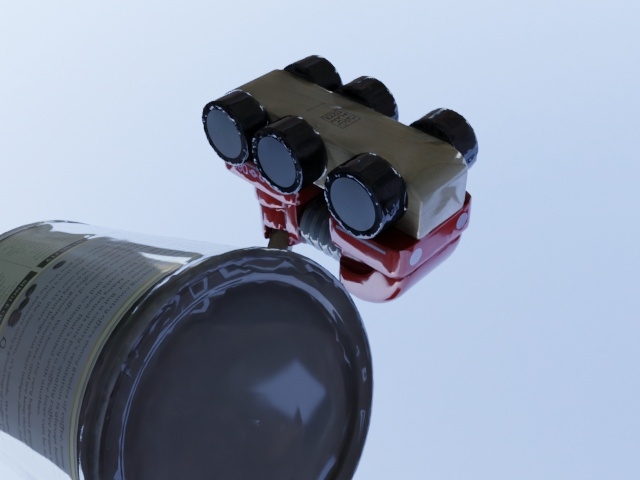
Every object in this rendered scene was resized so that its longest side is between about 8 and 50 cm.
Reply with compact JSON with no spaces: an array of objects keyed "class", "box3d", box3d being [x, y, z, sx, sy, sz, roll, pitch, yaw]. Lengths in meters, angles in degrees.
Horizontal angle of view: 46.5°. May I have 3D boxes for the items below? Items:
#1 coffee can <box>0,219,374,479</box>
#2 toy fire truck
[{"class":"coffee can","box3d":[-0.130,0.092,0.525,0.275,0.201,0.201,7,-123,46]},{"class":"toy fire truck","box3d":[0.000,0.000,0.643,0.217,0.246,0.158,31,-130,33]}]
